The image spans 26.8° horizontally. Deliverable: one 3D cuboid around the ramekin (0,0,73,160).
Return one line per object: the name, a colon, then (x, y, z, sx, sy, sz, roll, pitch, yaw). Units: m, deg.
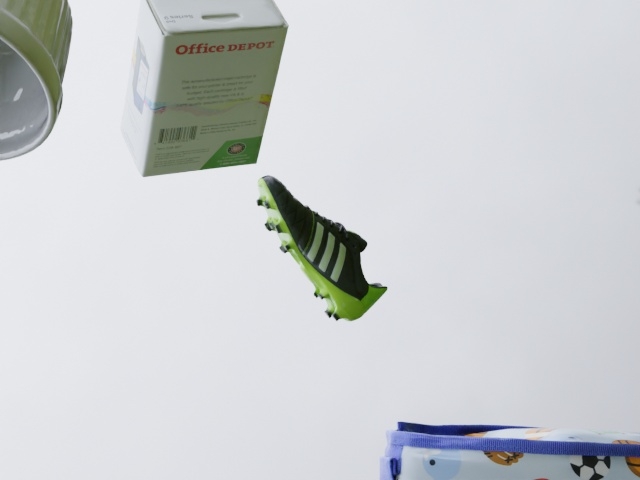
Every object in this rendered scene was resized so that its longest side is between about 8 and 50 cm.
ramekin: (-0.293, -0.165, 1.056, 0.207, 0.207, 0.109, 75, -158, -56)

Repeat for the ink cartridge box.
ink cartridge box: (-0.139, -0.188, 1.575, 0.154, 0.093, 0.212, -8, -41, -24)

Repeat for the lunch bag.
lunch bag: (0.254, 0.376, 1.547, 0.239, 0.385, 0.328, 155, 117, -80)

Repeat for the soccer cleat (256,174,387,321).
soccer cleat: (0.000, 0.000, 1.351, 0.072, 0.060, 0.179, -37, -72, -11)
